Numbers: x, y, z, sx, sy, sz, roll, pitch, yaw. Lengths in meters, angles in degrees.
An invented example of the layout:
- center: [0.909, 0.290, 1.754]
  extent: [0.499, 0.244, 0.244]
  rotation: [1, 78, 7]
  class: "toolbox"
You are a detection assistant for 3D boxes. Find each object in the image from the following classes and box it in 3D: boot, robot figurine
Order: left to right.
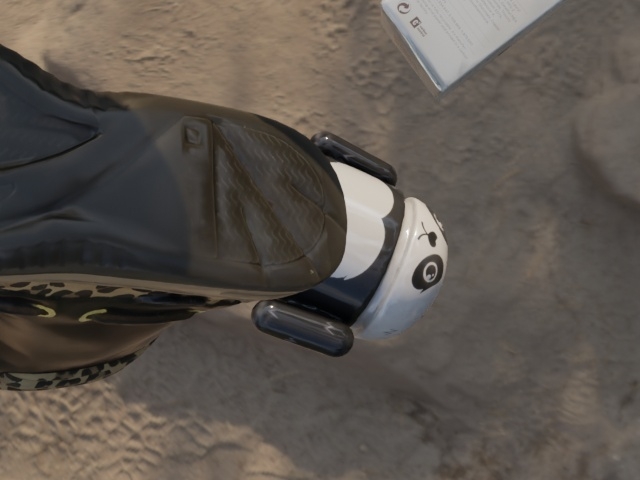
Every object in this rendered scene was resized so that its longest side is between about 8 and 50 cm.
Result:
- center: [-0.209, -0.004, 0.625]
  extent: [0.377, 0.284, 0.138]
  rotation: [8, 68, -28]
  class: "boot"
- center: [0.001, -0.003, 1.146]
  extent: [0.278, 0.173, 0.209]
  rotation: [24, 97, -11]
  class: "robot figurine"

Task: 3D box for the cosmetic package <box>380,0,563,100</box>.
- center: [0.276, -0.374, 1.496]
  extent: [0.385, 0.217, 0.156]
  rotation: [-36, 91, 6]
  class: "cosmetic package"
